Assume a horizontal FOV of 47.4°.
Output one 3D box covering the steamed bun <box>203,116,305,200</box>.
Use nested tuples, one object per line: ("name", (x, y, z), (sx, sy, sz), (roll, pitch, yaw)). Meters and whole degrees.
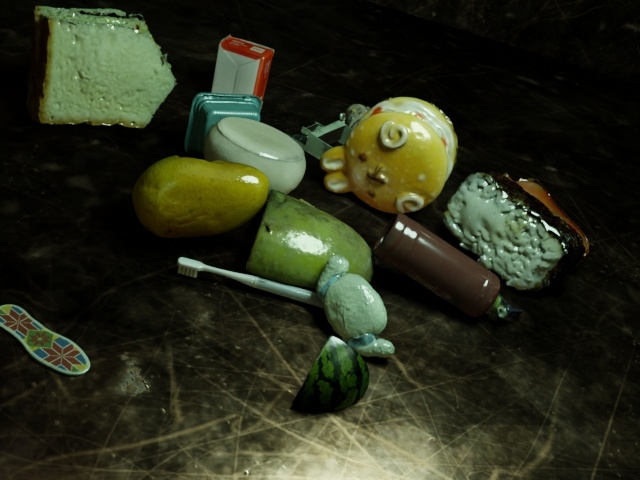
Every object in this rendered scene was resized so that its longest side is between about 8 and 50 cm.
("steamed bun", (-0.152, -0.168, 1.619), (0.232, 0.145, 0.232), (20, 23, -9))

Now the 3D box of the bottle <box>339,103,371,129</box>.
("bottle", (0.109, -0.334, 2.055), (0.099, 0.098, 0.152), (9, 29, -14))

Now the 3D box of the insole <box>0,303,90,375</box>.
("insole", (-0.434, 0.152, 1.128), (0.193, 0.006, 0.065), (31, 34, 19))

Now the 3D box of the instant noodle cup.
("instant noodle cup", (-0.221, -0.263, 1.716), (0.179, 0.157, 0.070), (-4, 36, -29))

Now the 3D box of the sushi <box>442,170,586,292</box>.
("sushi", (0.430, -0.025, 1.677), (0.343, 0.196, 0.182), (44, 22, 27))

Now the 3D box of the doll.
("doll", (0.060, 0.123, 1.323), (0.104, 0.071, 0.214), (-30, 72, -3))

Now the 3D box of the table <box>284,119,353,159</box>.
("table", (0.014, -0.270, 1.935), (0.175, 0.062, 0.146), (34, 36, 18))

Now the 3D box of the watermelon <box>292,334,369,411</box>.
("watermelon", (0.019, 0.227, 1.198), (0.135, 0.125, 0.094), (32, -11, -33))

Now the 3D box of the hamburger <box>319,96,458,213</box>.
("hamburger", (0.160, -0.195, 1.728), (0.303, 0.260, 0.186), (11, 32, 23))

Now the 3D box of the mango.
("mango", (-0.231, -0.085, 1.412), (0.262, 0.167, 0.130), (-2, 29, -9))

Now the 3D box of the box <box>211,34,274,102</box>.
("box", (-0.213, -0.446, 1.976), (0.133, 0.182, 0.099), (18, 32, 6))

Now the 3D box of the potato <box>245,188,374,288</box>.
("potato", (0.000, 0.000, 1.466), (0.255, 0.112, 0.269), (20, 26, -6))

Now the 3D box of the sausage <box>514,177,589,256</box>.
("sausage", (0.563, -0.048, 1.836), (0.102, 0.102, 0.330), (5, 36, -20))

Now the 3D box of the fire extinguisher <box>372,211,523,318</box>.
("fire extinguisher", (0.276, 0.071, 1.493), (0.344, 0.102, 0.138), (33, 16, -4))

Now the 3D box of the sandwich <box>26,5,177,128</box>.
("sandwich", (-0.501, -0.399, 1.688), (0.326, 0.262, 0.131), (-5, 37, -31))

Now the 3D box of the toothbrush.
("toothbrush", (-0.101, 0.087, 1.366), (0.342, 0.030, 0.025), (14, 33, -6))
